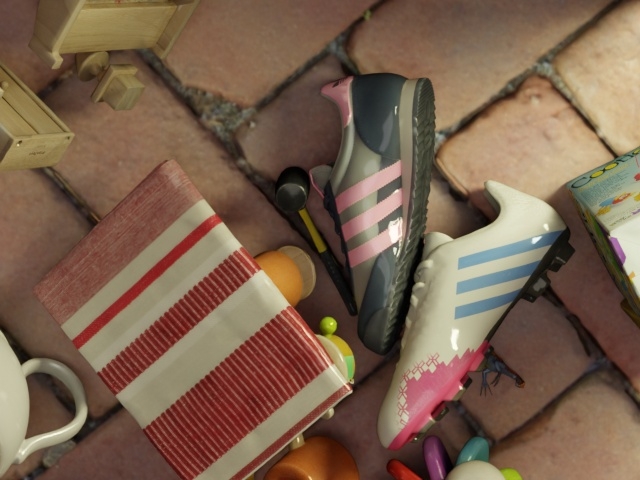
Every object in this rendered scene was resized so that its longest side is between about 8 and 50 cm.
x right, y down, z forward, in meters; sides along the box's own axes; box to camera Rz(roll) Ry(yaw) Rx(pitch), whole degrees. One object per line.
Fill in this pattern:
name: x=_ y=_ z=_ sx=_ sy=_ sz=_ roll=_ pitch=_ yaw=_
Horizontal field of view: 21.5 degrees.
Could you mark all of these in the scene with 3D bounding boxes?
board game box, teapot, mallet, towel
board game box: x=0.374 y=-0.007 z=1.807 sx=0.144 sy=0.275 sz=0.142 roll=-27 pitch=101 yaw=5
teapot: x=-0.430 y=0.155 z=1.896 sx=0.253 sy=0.187 sz=0.256 roll=-12 pitch=130 yaw=21
mallet: x=0.000 y=0.000 z=1.935 sx=0.039 sy=0.062 sz=0.189 roll=-23 pitch=117 yaw=11
towel: x=-0.145 y=0.105 z=1.888 sx=0.237 sy=0.037 sz=0.329 roll=-41 pitch=84 yaw=21

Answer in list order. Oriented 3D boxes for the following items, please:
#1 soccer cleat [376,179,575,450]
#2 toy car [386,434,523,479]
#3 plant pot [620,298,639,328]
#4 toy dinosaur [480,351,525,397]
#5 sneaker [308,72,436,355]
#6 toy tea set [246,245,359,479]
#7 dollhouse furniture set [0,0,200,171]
soccer cleat: x=0.142 y=0.079 z=1.891 sx=0.143 sy=0.116 sz=0.331 roll=38 pitch=79 yaw=7
toy car: x=0.141 y=0.295 z=1.956 sx=0.182 sy=0.159 sz=0.136 roll=-29 pitch=65 yaw=6
plant pot: x=0.404 y=0.088 z=1.927 sx=0.081 sy=0.083 sz=0.081 roll=-40 pitch=101 yaw=8
toy dinosaur: x=0.203 y=0.142 z=1.962 sx=0.082 sy=0.047 sz=0.090 roll=10 pitch=92 yaw=-21
sneaker: x=0.050 y=-0.032 z=1.901 sx=0.131 sy=0.112 sz=0.319 roll=9 pitch=100 yaw=15
toy tea set: x=-0.034 y=0.174 z=1.950 sx=0.200 sy=0.124 sz=0.336 roll=19 pitch=107 yaw=26
dollhouse furniture set: x=-0.288 y=-0.261 z=1.742 sx=0.174 sy=0.303 sz=0.355 roll=43 pitch=116 yaw=18
